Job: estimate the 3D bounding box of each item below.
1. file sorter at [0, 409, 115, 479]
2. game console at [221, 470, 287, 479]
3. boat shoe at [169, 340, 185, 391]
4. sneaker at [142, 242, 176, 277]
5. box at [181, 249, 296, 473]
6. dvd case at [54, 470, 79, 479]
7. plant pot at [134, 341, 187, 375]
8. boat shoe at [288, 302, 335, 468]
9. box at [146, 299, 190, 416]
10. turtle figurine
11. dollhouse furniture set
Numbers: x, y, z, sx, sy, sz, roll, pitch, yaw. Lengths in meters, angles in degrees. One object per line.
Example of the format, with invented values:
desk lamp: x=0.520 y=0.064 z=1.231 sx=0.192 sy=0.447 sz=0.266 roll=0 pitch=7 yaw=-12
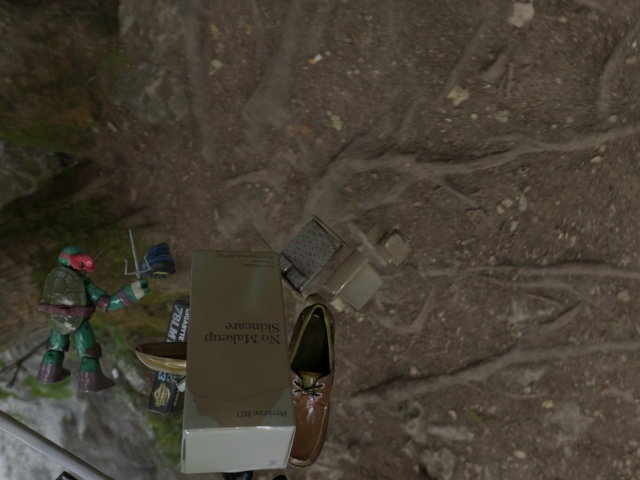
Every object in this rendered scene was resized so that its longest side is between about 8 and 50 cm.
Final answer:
file sorter: x=-0.122 y=0.208 z=0.164 sx=0.173 sy=0.193 sz=0.278 roll=50 pitch=168 yaw=-30
game console: x=-0.168 y=0.514 z=1.225 sx=0.213 sy=0.044 sz=0.361 roll=-45 pitch=60 yaw=29
boat shoe: x=-0.287 y=0.253 z=1.138 sx=0.083 sy=0.065 sz=0.183 roll=54 pitch=157 yaw=-5
sneaker: x=-0.361 y=0.039 z=1.245 sx=0.209 sy=0.069 sz=0.082 roll=160 pitch=115 yaw=-68
box: x=-0.124 y=0.164 z=0.820 sx=0.148 sy=0.311 sz=0.121 roll=1 pitch=133 yaw=-13
dvd case: x=-0.420 y=0.527 z=0.985 sx=0.164 sy=0.018 sz=0.221 roll=-46 pitch=106 yaw=-1
plant pot: x=-0.218 y=0.216 z=1.022 sx=0.236 sy=0.236 sz=0.032 roll=2 pitch=85 yaw=29
boat shoe: x=-0.031 y=0.270 z=1.069 sx=0.111 sy=0.104 sz=0.307 roll=5 pitch=67 yaw=-3
box: x=-0.363 y=0.314 z=1.570 sx=0.073 sy=0.293 sz=0.295 roll=12 pitch=85 yaw=7
turtle figurine: x=-0.347 y=0.093 z=0.808 sx=0.175 sy=0.118 sz=0.234 roll=8 pitch=92 yaw=33
dollhouse furniture set: x=0.000 y=0.000 z=1.451 sx=0.303 sy=0.174 sz=0.355 roll=-47 pitch=61 yaw=-1
